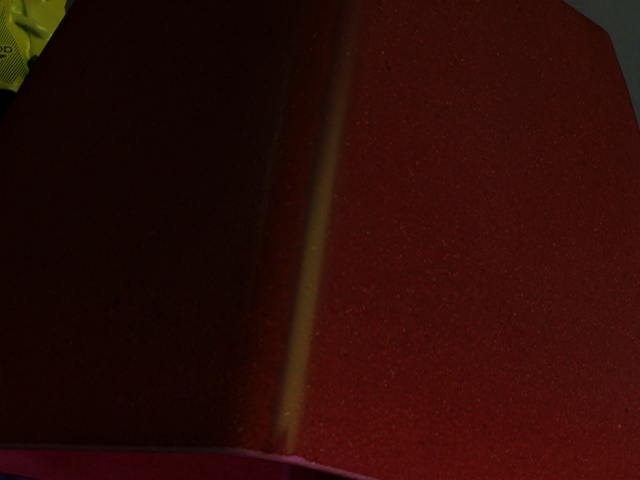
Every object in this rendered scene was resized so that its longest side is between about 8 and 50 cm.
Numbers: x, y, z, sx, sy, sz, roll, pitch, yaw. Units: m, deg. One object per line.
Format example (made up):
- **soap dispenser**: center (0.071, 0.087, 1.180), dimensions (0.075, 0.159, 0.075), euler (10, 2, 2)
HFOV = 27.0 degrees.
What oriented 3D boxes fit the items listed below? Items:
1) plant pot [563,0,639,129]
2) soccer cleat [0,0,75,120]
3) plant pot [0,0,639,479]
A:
- **plant pot**: center (0.088, -0.188, 0.905), dimensions (0.334, 0.341, 0.341), euler (58, 32, -11)
- **soccer cleat**: center (-0.153, -0.110, 0.716), dimensions (0.121, 0.093, 0.289), euler (-6, 67, -51)
- **plant pot**: center (0.000, 0.000, 0.589), dimensions (0.267, 0.267, 0.235), euler (23, 70, -41)
